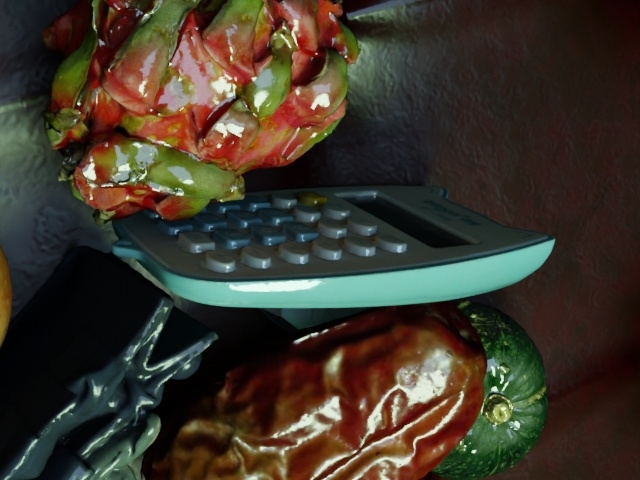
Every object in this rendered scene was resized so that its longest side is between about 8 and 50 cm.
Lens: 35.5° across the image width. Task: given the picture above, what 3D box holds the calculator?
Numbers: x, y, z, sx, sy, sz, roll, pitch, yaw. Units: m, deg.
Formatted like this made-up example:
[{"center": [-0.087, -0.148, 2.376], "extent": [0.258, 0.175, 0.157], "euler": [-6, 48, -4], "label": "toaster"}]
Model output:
[{"center": [0.000, 0.000, 0.902], "extent": [0.386, 0.256, 0.054], "euler": [-2, 108, -28], "label": "calculator"}]

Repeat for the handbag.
[{"center": [-0.229, 0.170, 0.811], "extent": [0.118, 0.269, 0.326], "euler": [43, 80, -28], "label": "handbag"}]

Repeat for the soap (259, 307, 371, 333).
[{"center": [0.006, 0.054, 1.026], "extent": [0.149, 0.056, 0.100], "euler": [9, 92, -27], "label": "soap"}]

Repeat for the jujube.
[{"center": [0.004, 0.179, 0.932], "extent": [0.342, 0.216, 0.216], "euler": [-37, 114, 4], "label": "jujube"}]

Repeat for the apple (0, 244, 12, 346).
[{"center": [-0.376, 0.032, 0.754], "extent": [0.251, 0.206, 0.272], "euler": [-36, 113, -13], "label": "apple"}]

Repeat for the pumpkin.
[{"center": [0.155, 0.161, 1.066], "extent": [0.190, 0.146, 0.190], "euler": [2, 81, -11], "label": "pumpkin"}]

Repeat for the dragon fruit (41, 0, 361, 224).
[{"center": [-0.105, -0.147, 0.839], "extent": [0.302, 0.237, 0.231], "euler": [-41, 109, -23], "label": "dragon fruit"}]
